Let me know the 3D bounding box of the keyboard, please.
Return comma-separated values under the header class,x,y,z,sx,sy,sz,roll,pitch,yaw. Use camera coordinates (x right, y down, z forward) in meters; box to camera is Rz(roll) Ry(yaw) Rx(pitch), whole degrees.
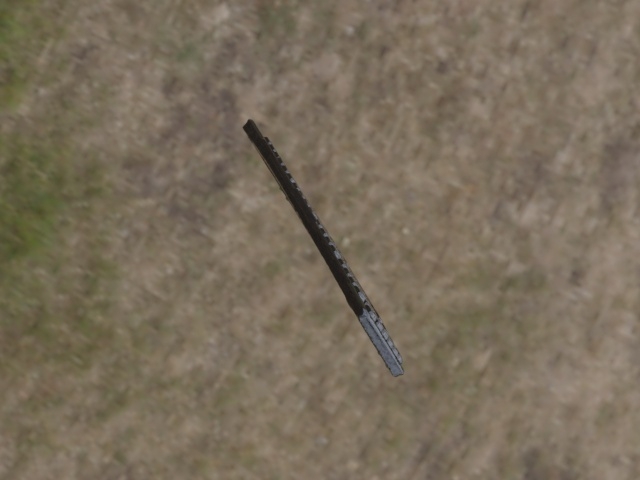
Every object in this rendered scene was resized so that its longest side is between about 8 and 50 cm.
class,x,y,z,sx,sy,sz,roll,pitch,yaw
keyboard,0.000,0.000,0.733,0.010,0.155,0.053,-32,135,1
